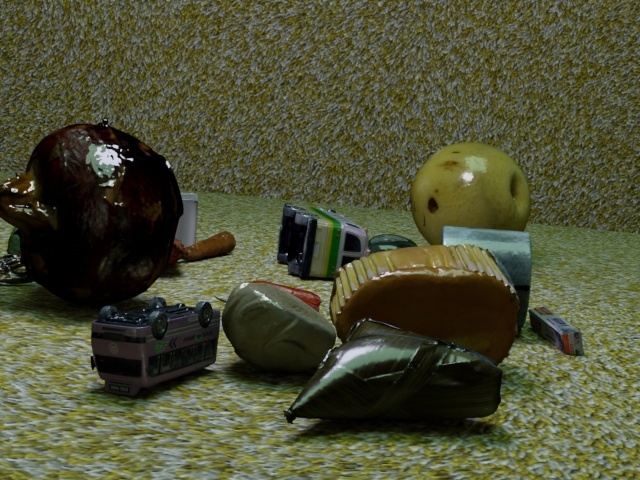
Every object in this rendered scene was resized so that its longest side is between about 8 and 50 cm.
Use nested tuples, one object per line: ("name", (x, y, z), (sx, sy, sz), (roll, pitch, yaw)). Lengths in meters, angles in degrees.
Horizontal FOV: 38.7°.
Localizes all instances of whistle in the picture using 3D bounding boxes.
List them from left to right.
("whistle", (0.315, 0.084, 1.810), (0.168, 0.188, 0.405), (4, -10, 6))

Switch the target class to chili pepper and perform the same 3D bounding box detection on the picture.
("chili pepper", (-0.097, 0.111, 1.576), (0.192, 0.086, 0.084), (11, 33, -28))

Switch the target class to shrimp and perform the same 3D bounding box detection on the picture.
("shrimp", (-0.597, 0.054, 1.798), (0.148, 0.035, 0.195), (8, 15, 33))

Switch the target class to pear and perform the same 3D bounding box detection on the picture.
("pear", (0.417, -0.108, 2.543), (0.348, 0.348, 0.348), (5, 8, -1))

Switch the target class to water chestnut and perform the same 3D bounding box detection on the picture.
("water chestnut", (-0.435, -0.048, 1.612), (0.347, 0.335, 0.335), (-3, 12, -34))

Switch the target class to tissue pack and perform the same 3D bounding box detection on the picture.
("tissue pack", (-0.437, -0.055, 2.313), (0.246, 0.136, 0.159), (4, 8, -8))

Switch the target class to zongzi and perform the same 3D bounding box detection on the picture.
("zongzi", (0.100, 0.188, 1.135), (0.221, 0.112, 0.242), (10, 17, 23))

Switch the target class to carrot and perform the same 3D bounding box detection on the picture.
("carrot", (-0.279, 0.021, 2.206), (0.057, 0.057, 0.224), (9, 12, 22))

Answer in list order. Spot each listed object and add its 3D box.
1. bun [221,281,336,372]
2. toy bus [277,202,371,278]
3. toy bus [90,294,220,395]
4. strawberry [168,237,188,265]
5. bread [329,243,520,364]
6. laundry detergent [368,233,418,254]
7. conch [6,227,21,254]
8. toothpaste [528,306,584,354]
("bun", (-0.070, 0.135, 1.337), (0.173, 0.113, 0.166), (29, 4, -17))
("toy bus", (0.000, 0.000, 2.196), (0.179, 0.143, 0.305), (6, 7, -14))
("toy bus", (-0.223, 0.139, 1.244), (0.096, 0.108, 0.199), (4, 5, 24))
("strawberry", (-0.429, -0.022, 2.010), (0.253, 0.150, 0.280), (45, -4, -11))
("bread", (0.159, 0.117, 1.409), (0.288, 0.204, 0.156), (1, 26, -8))
("laundry detergent", (0.178, 0.035, 2.294), (0.144, 0.078, 0.221), (9, 8, 6))
("conch", (-0.594, -0.021, 2.047), (0.176, 0.122, 0.188), (-18, -6, 26))
("toothpaste", (0.435, 0.167, 1.693), (0.040, 0.047, 0.196), (-10, 10, -3))
